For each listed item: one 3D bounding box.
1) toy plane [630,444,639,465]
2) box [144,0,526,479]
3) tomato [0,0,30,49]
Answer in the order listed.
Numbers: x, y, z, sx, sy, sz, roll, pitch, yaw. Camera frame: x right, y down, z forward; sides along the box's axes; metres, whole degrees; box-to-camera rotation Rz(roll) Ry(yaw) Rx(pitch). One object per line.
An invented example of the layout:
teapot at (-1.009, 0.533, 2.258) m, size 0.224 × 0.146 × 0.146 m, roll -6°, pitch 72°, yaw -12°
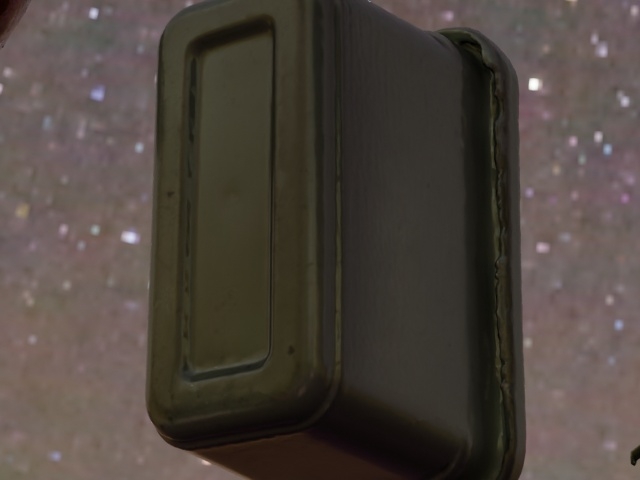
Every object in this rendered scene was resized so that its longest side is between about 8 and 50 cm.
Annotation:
toy plane at (0.307, 0.167, 1.621) m, size 0.102 × 0.040 × 0.111 m, roll -3°, pitch -66°, yaw 19°
box at (0.000, 0.000, 1.132) m, size 0.175 × 0.311 × 0.182 m, roll -13°, pitch -24°, yaw 32°
tomato at (-0.271, -0.140, 1.210) m, size 0.189 × 0.099 × 0.173 m, roll -13°, pitch 28°, yaw -39°
